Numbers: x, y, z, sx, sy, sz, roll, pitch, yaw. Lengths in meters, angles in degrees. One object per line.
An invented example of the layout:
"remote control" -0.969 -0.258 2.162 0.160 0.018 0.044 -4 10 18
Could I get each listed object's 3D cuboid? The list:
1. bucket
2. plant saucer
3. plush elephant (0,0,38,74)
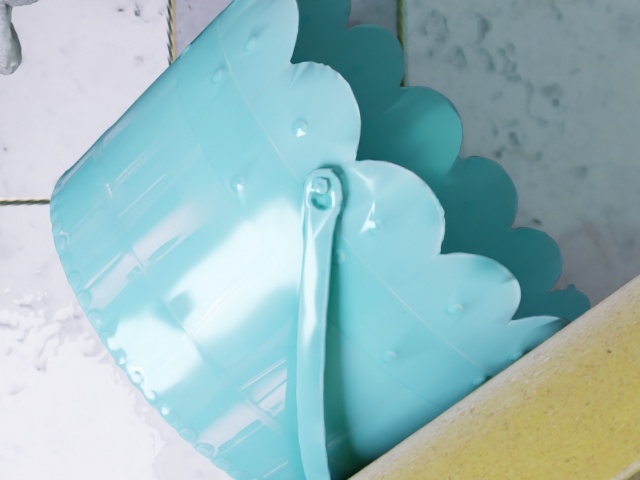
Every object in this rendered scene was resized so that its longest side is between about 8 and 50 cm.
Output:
"bucket" 0.000 0.000 0.774 0.183 0.281 0.281 -39 88 15
"plant saucer" 0.126 0.120 0.749 0.332 0.333 0.081 -37 71 5
"plush elephant" -0.122 -0.232 0.745 0.330 0.272 0.255 6 76 3
